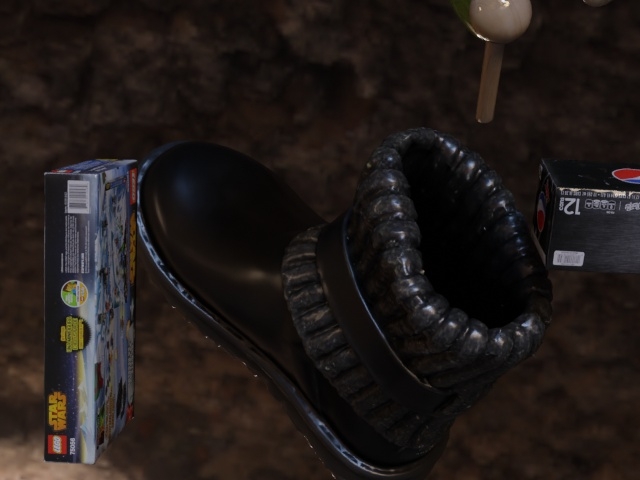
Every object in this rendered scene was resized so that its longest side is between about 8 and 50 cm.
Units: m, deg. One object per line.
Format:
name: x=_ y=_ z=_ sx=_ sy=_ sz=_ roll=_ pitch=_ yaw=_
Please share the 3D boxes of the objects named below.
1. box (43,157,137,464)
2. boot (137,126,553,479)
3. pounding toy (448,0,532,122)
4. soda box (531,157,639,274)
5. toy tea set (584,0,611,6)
box: x=-0.111 y=0.031 z=0.717 sx=0.027 sy=0.137 sz=0.094 roll=2 pitch=7 yaw=5
boot: x=0.004 y=-0.001 z=1.041 sx=0.348 sy=0.131 sz=0.260 roll=45 pitch=-31 yaw=17
pounding toy: x=0.121 y=-0.250 z=1.312 sx=0.110 sy=0.237 sz=0.183 roll=7 pitch=-27 yaw=-4
soda box: x=0.215 y=-0.012 z=0.877 sx=0.169 sy=0.053 sz=0.060 roll=4 pitch=21 yaw=-3
toy tea set: x=0.386 y=-0.381 z=1.524 sx=0.200 sy=0.336 sz=0.124 roll=17 pitch=19 yaw=-44
